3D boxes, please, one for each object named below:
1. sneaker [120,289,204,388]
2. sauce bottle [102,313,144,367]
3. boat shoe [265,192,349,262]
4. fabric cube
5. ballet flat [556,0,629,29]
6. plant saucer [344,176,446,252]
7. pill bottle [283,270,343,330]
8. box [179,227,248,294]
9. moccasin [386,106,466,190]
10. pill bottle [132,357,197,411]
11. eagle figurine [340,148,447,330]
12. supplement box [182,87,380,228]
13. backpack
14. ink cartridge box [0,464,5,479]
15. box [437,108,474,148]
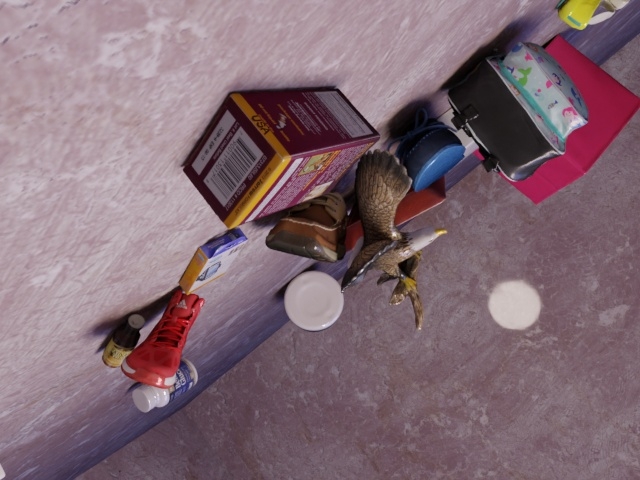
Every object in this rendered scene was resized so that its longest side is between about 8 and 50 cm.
[{"bbox_3d":[-0.243,0.142,0.818,0.128,0.087,0.221,-68,-166,-1],"label":"sneaker"},{"bbox_3d":[-0.318,0.162,0.838,0.042,0.042,0.128,-29,163,-49],"label":"sauce bottle"},{"bbox_3d":[-0.012,-0.031,0.903,0.324,0.123,0.119,4,99,-84],"label":"boat shoe"},{"bbox_3d":[0.570,-0.292,1.309,0.254,0.258,0.259,-48,174,-12],"label":"fabric cube"},{"bbox_3d":[0.553,-0.474,1.006,0.231,0.077,0.077,-36,170,-19],"label":"ballet flat"},{"bbox_3d":[0.160,-0.087,1.193,0.259,0.047,0.258,-30,-168,21],"label":"plant saucer"},{"bbox_3d":[-0.023,0.231,1.891,0.204,0.204,0.361,-37,171,-7],"label":"pill bottle"},{"bbox_3d":[-0.168,0.030,0.819,0.081,0.028,0.136,-31,166,-42],"label":"box"},{"bbox_3d":[0.194,-0.170,0.994,0.138,0.117,0.342,-40,175,14],"label":"moccasin"},{"bbox_3d":[-0.434,0.404,1.445,0.094,0.094,0.169,-44,170,34],"label":"pill bottle"},{"bbox_3d":[0.118,0.001,0.954,0.225,0.226,0.298,-45,140,6],"label":"eagle figurine"},{"bbox_3d":[-0.033,-0.093,0.544,0.104,0.081,0.188,-45,169,35],"label":"supplement box"},{"bbox_3d":[0.367,-0.245,0.959,0.191,0.225,0.253,-38,178,28],"label":"backpack"},{"bbox_3d":[-0.552,0.345,0.652,0.158,0.092,0.218,-40,170,7],"label":"ink cartridge box"},{"bbox_3d":[0.330,-0.252,1.196,0.130,0.091,0.170,-38,171,-5],"label":"box"}]
